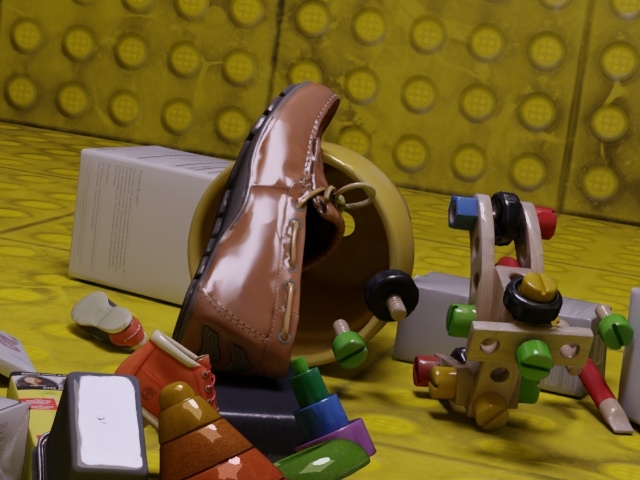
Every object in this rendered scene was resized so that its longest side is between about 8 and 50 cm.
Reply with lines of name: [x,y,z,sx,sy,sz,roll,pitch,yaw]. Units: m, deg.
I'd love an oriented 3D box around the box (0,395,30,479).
box: [-0.394,0.151,1.316,0.290,0.087,0.169,11,10,21]

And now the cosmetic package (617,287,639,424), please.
cosmetic package: [0.469,0.142,1.733,0.217,0.156,0.385,5,3,-11]

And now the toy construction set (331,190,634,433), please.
toy construction set: [0.218,0.122,1.773,0.309,0.257,0.237,28,19,-25]

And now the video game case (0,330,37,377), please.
video game case: [-0.367,0.092,1.730,0.157,0.019,0.143,31,1,-21]

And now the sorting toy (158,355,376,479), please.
sorting toy: [-0.048,0.151,1.339,0.127,0.126,0.365,-25,-3,17]

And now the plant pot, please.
plant pot: [0.000,0.000,2.002,0.254,0.254,0.239,10,13,15]

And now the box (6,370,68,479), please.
box: [-0.217,0.169,1.439,0.087,0.058,0.232,6,10,-15]

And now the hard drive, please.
hard drive: [-0.074,0.157,1.640,0.172,0.054,0.254,5,10,-16]

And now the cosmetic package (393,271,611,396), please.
cosmetic package: [0.218,0.109,2.035,0.238,0.107,0.127,8,9,22]

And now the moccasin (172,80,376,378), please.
moccasin: [-0.032,-0.017,1.724,0.147,0.139,0.380,20,41,-3]

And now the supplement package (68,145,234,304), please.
supplement package: [-0.159,-0.014,2.235,0.293,0.177,0.175,13,10,30]

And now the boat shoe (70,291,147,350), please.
boat shoe: [-0.241,0.094,1.937,0.043,0.049,0.137,51,-19,-30]

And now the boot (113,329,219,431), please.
boot: [-0.105,0.146,1.463,0.158,0.085,0.059,38,-3,-13]

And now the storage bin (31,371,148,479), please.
storage bin: [-0.158,0.165,1.252,0.098,0.091,0.135,5,38,-15]
